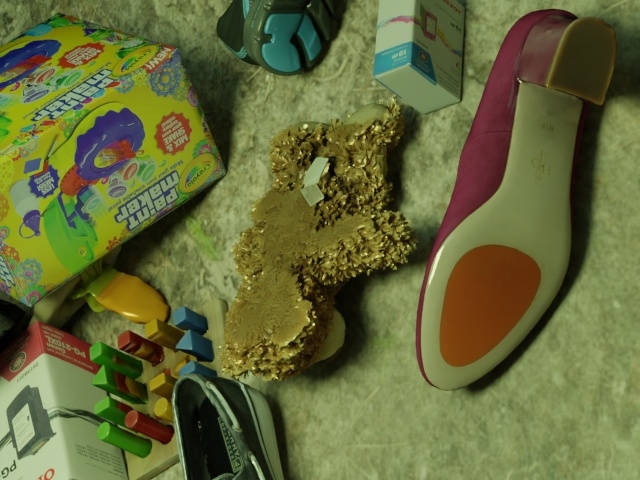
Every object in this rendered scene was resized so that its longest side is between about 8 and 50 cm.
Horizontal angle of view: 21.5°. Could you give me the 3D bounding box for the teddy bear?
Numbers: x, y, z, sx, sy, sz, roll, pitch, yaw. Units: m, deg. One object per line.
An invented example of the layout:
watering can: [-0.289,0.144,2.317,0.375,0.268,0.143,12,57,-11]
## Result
teddy bear: [0.000,0.000,1.745,0.245,0.113,0.338,-23,44,25]

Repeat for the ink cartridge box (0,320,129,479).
ink cartridge box: [-0.322,0.240,1.904,0.172,0.100,0.237,-41,44,20]

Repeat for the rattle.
rattle: [-0.273,0.098,1.995,0.199,0.143,0.130,-56,6,27]

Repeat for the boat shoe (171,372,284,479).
boat shoe: [-0.081,0.261,1.640,0.108,0.102,0.301,-33,54,26]

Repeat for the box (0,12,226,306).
box: [-0.320,-0.103,1.960,0.290,0.177,0.279,-36,35,-26]

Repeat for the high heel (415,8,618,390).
high heel: [0.175,-0.041,1.614,0.377,0.127,0.181,-64,12,1]

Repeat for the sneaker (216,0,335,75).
sneaker: [-0.014,-0.358,1.942,0.140,0.125,0.341,24,82,54]

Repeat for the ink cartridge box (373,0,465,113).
ink cartridge box: [0.104,-0.209,1.761,0.052,0.088,0.122,-19,54,37]

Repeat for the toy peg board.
toy peg board: [-0.176,0.153,1.830,0.161,0.079,0.161,-34,47,26]

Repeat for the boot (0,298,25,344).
boot: [-0.466,0.055,1.979,0.118,0.223,0.338,-52,5,-14]
